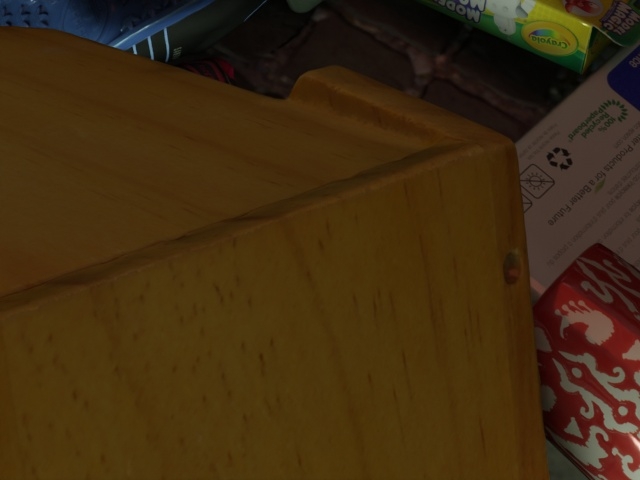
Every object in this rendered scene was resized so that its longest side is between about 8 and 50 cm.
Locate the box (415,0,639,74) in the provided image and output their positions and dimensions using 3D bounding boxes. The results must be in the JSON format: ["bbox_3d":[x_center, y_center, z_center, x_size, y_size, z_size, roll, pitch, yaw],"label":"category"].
[{"bbox_3d":[0.138,-0.172,1.068,0.179,0.043,0.105,26,46,22],"label":"box"}]

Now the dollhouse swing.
[{"bbox_3d":[-0.122,0.067,0.728,0.305,0.315,0.347,3,15,37],"label":"dollhouse swing"}]

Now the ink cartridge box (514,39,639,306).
[{"bbox_3d":[0.270,0.008,1.008,0.307,0.072,0.303,43,59,12],"label":"ink cartridge box"}]

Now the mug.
[{"bbox_3d":[0.174,0.094,0.830,0.169,0.150,0.113,40,81,12],"label":"mug"}]

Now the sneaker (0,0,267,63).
[{"bbox_3d":[-0.122,-0.125,0.962,0.232,0.090,0.081,-20,79,24],"label":"sneaker"}]

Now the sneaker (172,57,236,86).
[{"bbox_3d":[0.000,0.000,0.922,0.299,0.121,0.112,40,57,14],"label":"sneaker"}]

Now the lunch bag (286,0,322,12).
[{"bbox_3d":[-0.048,-0.259,1.003,0.262,0.223,0.160,-5,51,-15],"label":"lunch bag"}]
